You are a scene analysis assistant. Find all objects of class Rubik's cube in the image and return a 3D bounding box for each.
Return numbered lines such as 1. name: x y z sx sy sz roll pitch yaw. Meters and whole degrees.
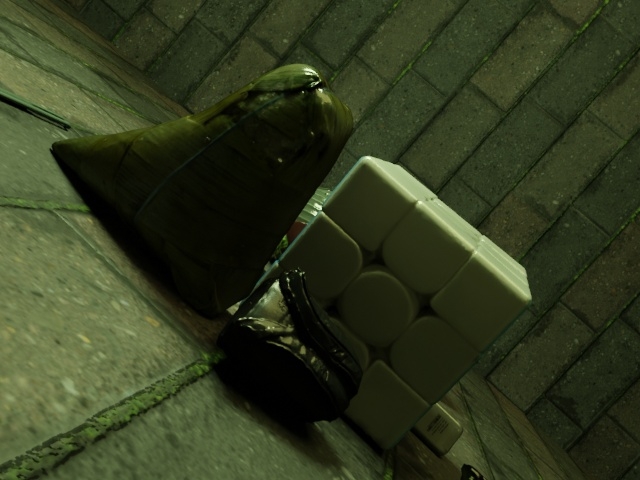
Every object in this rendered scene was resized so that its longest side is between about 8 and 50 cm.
1. Rubik's cube: 0.107 0.076 0.983 0.291 0.292 0.290 41 12 9

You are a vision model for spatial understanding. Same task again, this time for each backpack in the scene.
1. backpack: -0.032 0.126 0.728 0.105 0.120 0.165 -17 -70 48

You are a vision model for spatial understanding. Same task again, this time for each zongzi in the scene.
1. zongzi: -0.166 -0.135 0.846 0.360 0.323 0.160 39 12 15

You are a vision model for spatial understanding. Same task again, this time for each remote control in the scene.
1. remote control: 0.132 0.260 1.136 0.261 0.067 0.029 42 -22 11

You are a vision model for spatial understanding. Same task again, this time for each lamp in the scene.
1. lamp: 0.000 0.000 1.472 0.233 0.233 0.265 43 -16 18

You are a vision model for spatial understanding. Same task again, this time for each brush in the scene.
1. brush: -0.452 -0.216 0.964 0.062 0.027 0.266 43 5 16

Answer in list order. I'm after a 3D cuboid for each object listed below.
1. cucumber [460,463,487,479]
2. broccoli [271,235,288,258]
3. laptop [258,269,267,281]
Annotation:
1. cucumber: 0.266 0.402 0.829 0.265 0.077 0.077 41 5 5
2. broccoli: -0.147 -0.065 1.120 0.198 0.226 0.176 34 -35 -31
3. laptop: -0.089 0.088 1.192 0.197 0.016 0.135 45 5 38
